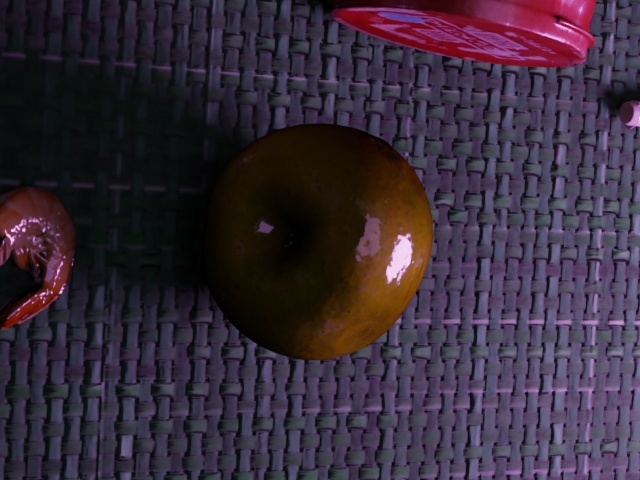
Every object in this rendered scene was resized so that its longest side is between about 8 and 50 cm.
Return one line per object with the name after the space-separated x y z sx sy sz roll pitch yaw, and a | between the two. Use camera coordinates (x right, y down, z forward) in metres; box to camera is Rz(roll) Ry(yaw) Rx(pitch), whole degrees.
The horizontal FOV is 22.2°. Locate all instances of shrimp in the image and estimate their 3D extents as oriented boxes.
-0.256 0.030 1.291 0.162 0.045 0.095 -53 134 -20 | shrimp

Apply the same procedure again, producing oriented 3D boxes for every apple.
0.000 0.000 1.334 0.157 0.196 0.196 15 86 -57 | apple

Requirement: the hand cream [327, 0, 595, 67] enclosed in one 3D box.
0.126 -0.237 1.359 0.230 0.230 0.149 11 86 -27 | hand cream

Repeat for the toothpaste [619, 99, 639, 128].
0.373 -0.119 1.601 0.190 0.031 0.048 2 90 -30 | toothpaste
